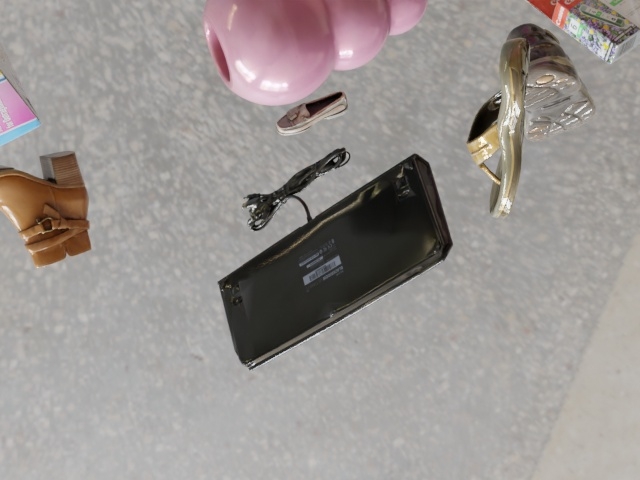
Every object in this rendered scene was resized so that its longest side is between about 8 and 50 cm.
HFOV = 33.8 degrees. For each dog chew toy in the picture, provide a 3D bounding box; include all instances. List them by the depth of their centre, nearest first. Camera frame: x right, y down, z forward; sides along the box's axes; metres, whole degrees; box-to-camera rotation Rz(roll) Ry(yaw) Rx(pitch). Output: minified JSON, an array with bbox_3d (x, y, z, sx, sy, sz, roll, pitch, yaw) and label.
[{"bbox_3d":[0.005,-0.323,1.499,0.332,0.206,0.206,-22,113,-13],"label":"dog chew toy"}]

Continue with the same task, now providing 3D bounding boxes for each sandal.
[{"bbox_3d":[0.149,-0.095,0.896,0.049,0.072,0.180,5,139,11],"label":"sandal"}]

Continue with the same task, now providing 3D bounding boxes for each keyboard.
[{"bbox_3d":[0.000,0.000,1.174,0.317,0.201,0.033,-32,152,32],"label":"keyboard"}]

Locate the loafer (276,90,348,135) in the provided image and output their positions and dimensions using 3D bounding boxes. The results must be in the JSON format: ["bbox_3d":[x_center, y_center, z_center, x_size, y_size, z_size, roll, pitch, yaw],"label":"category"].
[{"bbox_3d":[-0.015,-0.211,1.710,0.125,0.045,0.039,-22,150,-9],"label":"loafer"}]

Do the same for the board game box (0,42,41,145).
[{"bbox_3d":[-0.381,-0.249,0.968,0.064,0.316,0.242,-29,71,-5],"label":"board game box"}]

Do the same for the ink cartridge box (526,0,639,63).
[{"bbox_3d":[0.264,-0.227,1.031,0.063,0.115,0.029,-35,154,-22],"label":"ink cartridge box"}]

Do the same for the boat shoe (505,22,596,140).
[{"bbox_3d":[0.387,-0.272,1.792,0.132,0.355,0.130,-17,75,11],"label":"boat shoe"}]

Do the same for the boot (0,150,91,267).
[{"bbox_3d":[-0.417,-0.034,1.479,0.197,0.073,0.152,-14,106,-25],"label":"boot"}]
